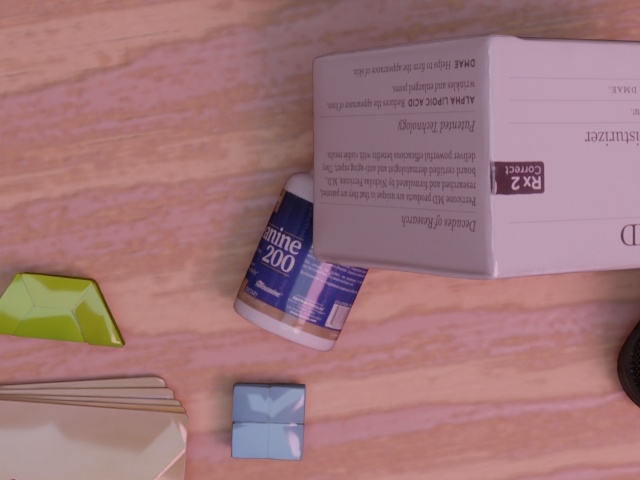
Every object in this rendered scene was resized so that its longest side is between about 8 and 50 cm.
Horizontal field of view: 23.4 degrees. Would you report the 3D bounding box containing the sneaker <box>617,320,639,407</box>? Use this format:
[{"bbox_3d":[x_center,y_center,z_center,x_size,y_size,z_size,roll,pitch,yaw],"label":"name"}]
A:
[{"bbox_3d":[0.272,0.012,0.899,0.087,0.130,0.227,43,84,-2],"label":"sneaker"}]

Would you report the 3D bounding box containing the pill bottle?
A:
[{"bbox_3d":[0.000,0.000,0.925,0.067,0.067,0.120,23,93,-2],"label":"pill bottle"}]

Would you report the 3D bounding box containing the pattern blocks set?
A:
[{"bbox_3d":[-0.174,0.161,0.952,0.325,0.026,0.285,12,93,-2],"label":"pattern blocks set"}]

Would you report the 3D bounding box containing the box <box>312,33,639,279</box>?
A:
[{"bbox_3d":[0.113,-0.046,0.839,0.181,0.182,0.119,-3,94,-29],"label":"box"}]
